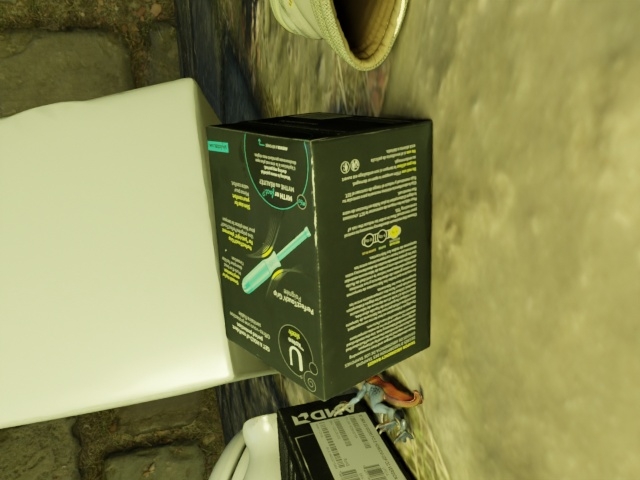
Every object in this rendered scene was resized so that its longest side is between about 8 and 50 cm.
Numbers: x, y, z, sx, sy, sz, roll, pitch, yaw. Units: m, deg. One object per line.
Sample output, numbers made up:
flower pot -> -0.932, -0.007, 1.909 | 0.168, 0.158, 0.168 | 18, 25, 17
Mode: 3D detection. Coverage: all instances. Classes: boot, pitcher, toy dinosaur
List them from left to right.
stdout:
pitcher -> -0.060, 0.401, 0.874 | 0.207, 0.125, 0.178 | -101, -9, -51
boot -> 0.003, -0.232, 0.373 | 0.165, 0.077, 0.213 | -121, 22, -56
toy dinosaur -> 0.055, 0.128, 0.477 | 0.090, 0.047, 0.082 | -50, 29, 24

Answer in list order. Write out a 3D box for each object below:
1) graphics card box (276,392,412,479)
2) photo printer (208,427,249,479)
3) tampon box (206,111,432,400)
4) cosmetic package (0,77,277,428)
graphics card box -> 0.053, 0.320, 0.439 | 0.371, 0.094, 0.233 | -136, 40, -64
photo printer -> -0.131, 0.504, 1.006 | 0.256, 0.107, 0.307 | -61, -29, -66
tampon box -> 0.000, 0.000, 0.392 | 0.120, 0.101, 0.161 | 20, 118, 48
cosmetic package -> -0.247, 0.046, 0.758 | 0.393, 0.329, 0.327 | 65, -166, -78
